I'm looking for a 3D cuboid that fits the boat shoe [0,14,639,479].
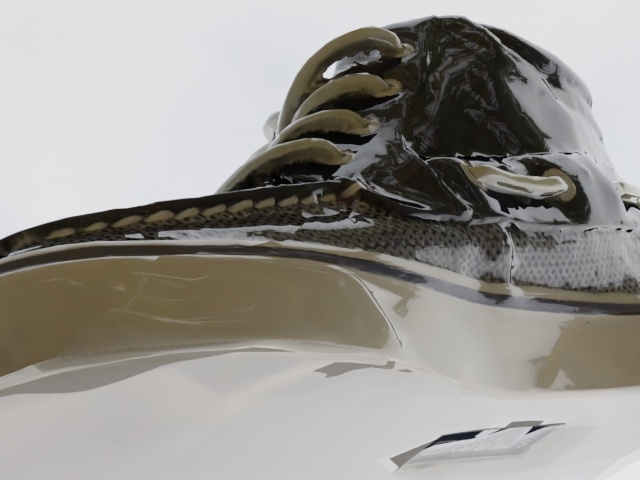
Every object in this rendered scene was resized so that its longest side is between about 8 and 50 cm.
[{"bbox_3d":[0.000,0.000,0.506,0.127,0.340,0.158,-38,-119,31],"label":"boat shoe"}]
